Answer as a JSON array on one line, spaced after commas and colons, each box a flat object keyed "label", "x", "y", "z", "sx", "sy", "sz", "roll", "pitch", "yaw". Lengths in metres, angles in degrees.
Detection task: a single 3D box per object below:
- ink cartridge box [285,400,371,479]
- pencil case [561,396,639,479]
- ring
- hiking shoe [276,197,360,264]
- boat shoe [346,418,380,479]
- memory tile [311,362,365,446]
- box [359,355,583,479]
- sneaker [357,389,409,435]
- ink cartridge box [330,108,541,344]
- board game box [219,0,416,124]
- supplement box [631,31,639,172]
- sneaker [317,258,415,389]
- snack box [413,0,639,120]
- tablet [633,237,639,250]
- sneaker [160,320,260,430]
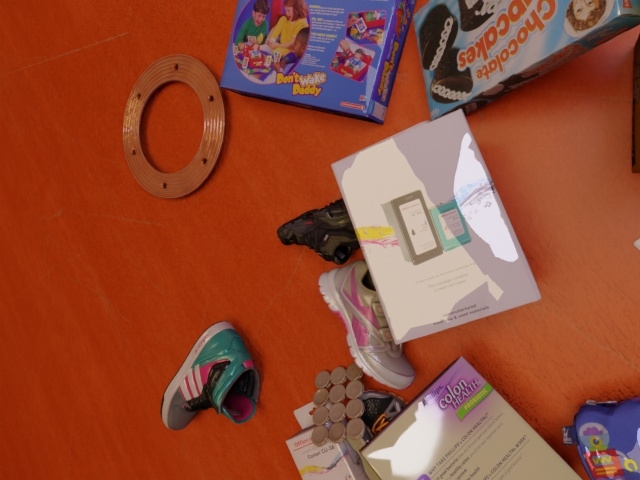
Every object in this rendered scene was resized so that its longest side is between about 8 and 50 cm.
[{"label": "ink cartridge box", "x": 0.012, "y": 0.415, "z": 0.902, "sx": 0.115, "sy": 0.067, "sz": 0.198, "roll": -35, "pitch": 74, "yaw": 26}, {"label": "pencil case", "x": 0.487, "y": 0.246, "z": 0.598, "sx": 0.306, "sy": 0.119, "sz": 0.133, "roll": -28, "pitch": 54, "yaw": 28}, {"label": "ring", "x": -0.349, "y": -0.267, "z": 1.106, "sx": 0.337, "sy": 0.032, "sz": 0.336, "roll": 1, "pitch": 92, "yaw": 29}, {"label": "hiking shoe", "x": 0.000, "y": 0.000, "z": 0.862, "sx": 0.227, "sy": 0.086, "sz": 0.114, "roll": -15, "pitch": 103, "yaw": 56}, {"label": "boat shoe", "x": 0.097, "y": 0.398, "z": 0.867, "sx": 0.137, "sy": 0.043, "sz": 0.049, "roll": 54, "pitch": 128, "yaw": 17}, {"label": "memory tile", "x": 0.033, "y": 0.304, "z": 0.867, "sx": 0.113, "sy": 0.012, "sz": 0.148, "roll": -23, "pitch": 40, "yaw": 25}, {"label": "box", "x": 0.216, "y": 0.344, "z": 0.699, "sx": 0.213, "sy": 0.117, "sz": 0.243, "roll": -39, "pitch": 70, "yaw": -13}, {"label": "sneaker", "x": 0.143, "y": 0.347, "z": 0.817, "sx": 0.215, "sy": 0.083, "sz": 0.084, "roll": 34, "pitch": 110, "yaw": 26}, {"label": "ink cartridge box", "x": 0.168, "y": -0.014, "z": 0.703, "sx": 0.197, "sy": 0.198, "sz": 0.270, "roll": -21, "pitch": 81, "yaw": 14}, {"label": "board game box", "x": -0.017, "y": -0.374, "z": 0.886, "sx": 0.347, "sy": 0.078, "sz": 0.233, "roll": 20, "pitch": 102, "yaw": 28}, {"label": "supplement box", "x": 0.447, "y": -0.183, "z": 0.467, "sx": 0.195, "sy": 0.356, "sz": 0.194, "roll": 1, "pitch": 92, "yaw": 29}, {"label": "sneaker", "x": 0.099, "y": 0.140, "z": 0.823, "sx": 0.111, "sy": 0.103, "sz": 0.252, "roll": -39, "pitch": 74, "yaw": 27}, {"label": "snack box", "x": 0.258, "y": -0.310, "z": 0.646, "sx": 0.322, "sy": 0.060, "sz": 0.187, "roll": -17, "pitch": 82, "yaw": 65}, {"label": "tablet", "x": 0.493, "y": 0.017, "z": 0.650, "sx": 0.054, "sy": 0.006, "sz": 0.083, "roll": -48, "pitch": 69, "yaw": 22}, {"label": "sneaker", "x": -0.228, "y": 0.344, "z": 1.012, "sx": 0.178, "sy": 0.124, "sz": 0.295, "roll": 40, "pitch": 109, "yaw": 32}]
